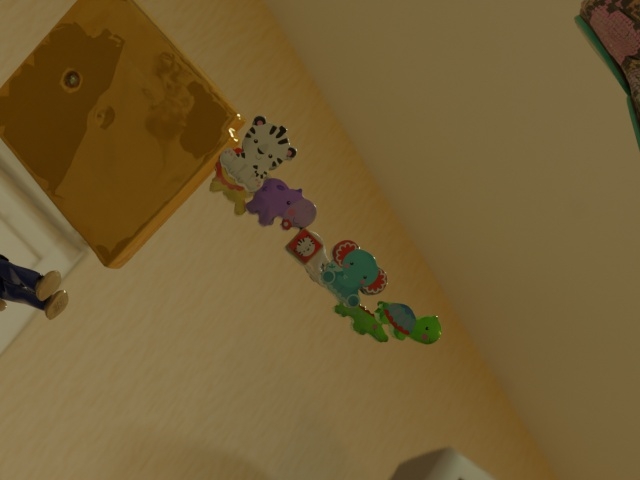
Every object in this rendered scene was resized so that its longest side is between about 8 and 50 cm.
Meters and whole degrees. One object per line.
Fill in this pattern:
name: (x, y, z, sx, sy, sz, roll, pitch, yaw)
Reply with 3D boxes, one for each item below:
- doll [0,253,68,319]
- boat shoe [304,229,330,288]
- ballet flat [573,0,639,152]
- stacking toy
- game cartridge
doll: (-0.394, 0.041, 1.055, 0.189, 0.046, 0.129, 19, -39, 17)
boat shoe: (-0.011, 0.020, 1.008, 0.035, 0.035, 0.100, 21, -22, 35)
ballet flat: (0.225, -0.095, 0.554, 0.079, 0.221, 0.077, -30, -46, 25)
stacking toy: (0.000, 0.000, 0.710, 0.221, 0.052, 0.167, 45, -9, -4)
game cartridge: (-0.293, -0.170, 1.243, 0.323, 0.285, 0.053, 48, 11, 14)
